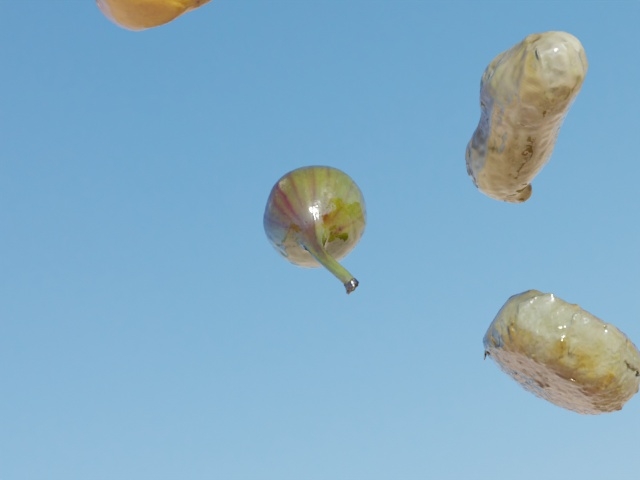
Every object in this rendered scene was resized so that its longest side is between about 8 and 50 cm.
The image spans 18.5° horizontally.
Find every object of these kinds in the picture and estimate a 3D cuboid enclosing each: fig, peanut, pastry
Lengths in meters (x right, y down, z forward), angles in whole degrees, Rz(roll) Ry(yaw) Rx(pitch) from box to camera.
[{"bbox_3d":[0.000,0.000,2.213,0.124,0.236,0.124,-3,-63,-6],"label":"fig"},{"bbox_3d":[0.193,-0.119,1.854,0.099,0.099,0.214,-12,-38,-19],"label":"peanut"},{"bbox_3d":[0.276,0.132,2.277,0.093,0.182,0.192,-60,8,-14],"label":"pastry"}]

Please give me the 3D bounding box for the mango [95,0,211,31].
[{"bbox_3d":[-0.106,-0.268,1.614,0.217,0.141,0.102,-45,-50,-21],"label":"mango"}]
